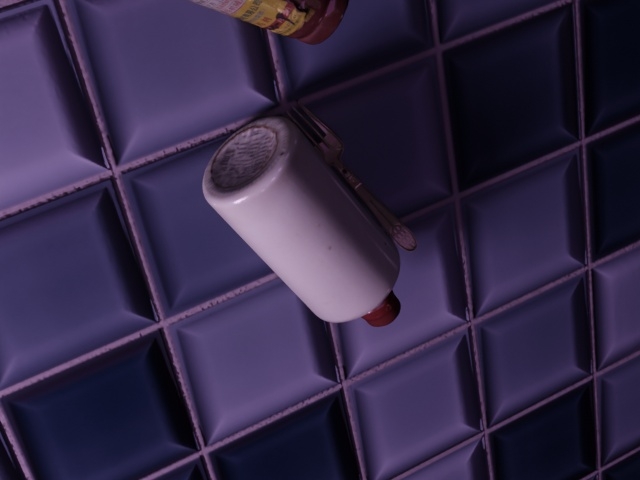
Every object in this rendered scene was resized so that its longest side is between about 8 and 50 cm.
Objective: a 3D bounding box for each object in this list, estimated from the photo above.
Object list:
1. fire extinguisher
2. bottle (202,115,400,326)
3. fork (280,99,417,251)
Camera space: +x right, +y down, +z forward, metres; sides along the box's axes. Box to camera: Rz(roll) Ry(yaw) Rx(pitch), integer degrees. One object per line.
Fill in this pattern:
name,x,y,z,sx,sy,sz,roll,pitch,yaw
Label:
fire extinguisher,-0.095,-0.241,0.831,0.252,0.075,0.106,14,79,-33
bottle,0.000,0.000,0.980,0.104,0.104,0.245,-44,126,-3
fork,0.035,-0.051,1.020,0.034,0.028,0.219,-47,127,-5
